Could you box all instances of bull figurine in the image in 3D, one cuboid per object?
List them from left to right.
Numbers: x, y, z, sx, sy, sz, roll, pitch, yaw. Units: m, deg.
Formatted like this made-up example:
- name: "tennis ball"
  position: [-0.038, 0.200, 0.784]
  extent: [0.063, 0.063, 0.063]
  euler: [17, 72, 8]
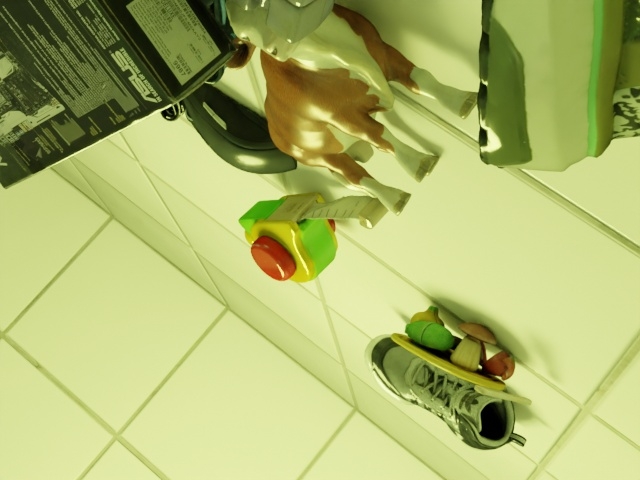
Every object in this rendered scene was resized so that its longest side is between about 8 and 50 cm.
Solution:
- name: "bull figurine"
  position: [0.017, -0.118, 0.778]
  extent: [0.188, 0.101, 0.310]
  euler: [35, 174, 4]

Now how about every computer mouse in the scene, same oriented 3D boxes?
- name: "computer mouse"
  position: [-0.139, -0.140, 1.250]
  extent: [0.262, 0.060, 0.184]
  euler: [37, 166, 16]

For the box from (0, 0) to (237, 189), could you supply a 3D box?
- name: "box"
  position: [-0.236, -0.198, 0.655]
  extent: [0.242, 0.076, 0.307]
  euler: [-16, 117, 45]

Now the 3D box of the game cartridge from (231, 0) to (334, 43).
- name: "game cartridge"
  position: [-0.118, -0.299, 0.558]
  extent: [0.355, 0.068, 0.230]
  euler: [38, 147, 10]

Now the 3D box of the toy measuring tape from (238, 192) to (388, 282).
- name: "toy measuring tape"
  position: [0.000, 0.000, 1.236]
  extent: [0.121, 0.121, 0.330]
  euler: [46, 156, -24]

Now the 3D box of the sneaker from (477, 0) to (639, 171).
- name: "sneaker"
  position: [0.151, -0.161, 0.313]
  extent: [0.182, 0.158, 0.410]
  euler: [5, 156, 10]

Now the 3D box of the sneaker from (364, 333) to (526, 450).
- name: "sneaker"
  position: [0.196, 0.230, 1.452]
  extent: [0.269, 0.101, 0.153]
  euler: [36, 167, -8]

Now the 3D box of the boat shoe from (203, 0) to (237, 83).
- name: "boat shoe"
  position: [-0.112, -0.221, 0.802]
  extent: [0.109, 0.089, 0.258]
  euler: [-1, 159, 20]

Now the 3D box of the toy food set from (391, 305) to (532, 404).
- name: "toy food set"
  position: [0.190, 0.138, 1.253]
  extent: [0.128, 0.071, 0.218]
  euler: [20, -176, -37]
